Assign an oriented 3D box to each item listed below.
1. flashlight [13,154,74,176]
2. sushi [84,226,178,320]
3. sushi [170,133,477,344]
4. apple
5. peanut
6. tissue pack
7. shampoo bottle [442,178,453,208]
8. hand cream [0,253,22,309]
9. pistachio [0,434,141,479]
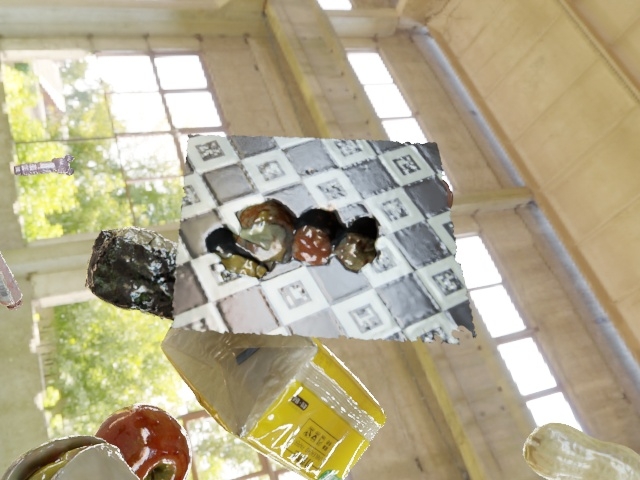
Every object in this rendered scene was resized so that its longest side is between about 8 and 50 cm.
[{"bbox_3d":[-0.538,-0.144,1.240,0.031,0.110,0.052,54,-38,38],"label":"flashlight"},{"bbox_3d":[-0.329,0.083,1.395,0.171,0.349,0.211,-67,-158,0],"label":"sushi"},{"bbox_3d":[0.000,0.000,0.668,0.050,0.289,0.264,103,-14,-53],"label":"sushi"},{"bbox_3d":[-0.405,0.474,1.410,0.230,0.229,0.230,172,-90,-67],"label":"apple"},{"bbox_3d":[0.530,0.437,1.268,0.123,0.256,0.124,17,90,-89],"label":"peanut"},{"bbox_3d":[-0.078,0.276,1.224,0.293,0.228,0.382,36,-12,39],"label":"tissue pack"},{"bbox_3d":[0.118,-0.037,1.247,0.129,0.084,0.323,46,-38,-11],"label":"shampoo bottle"},{"bbox_3d":[-0.601,0.048,1.167,0.043,0.067,0.210,-75,167,-45],"label":"hand cream"},{"bbox_3d":[-0.321,0.370,0.877,0.288,0.166,0.197,81,15,-56],"label":"pistachio"}]
